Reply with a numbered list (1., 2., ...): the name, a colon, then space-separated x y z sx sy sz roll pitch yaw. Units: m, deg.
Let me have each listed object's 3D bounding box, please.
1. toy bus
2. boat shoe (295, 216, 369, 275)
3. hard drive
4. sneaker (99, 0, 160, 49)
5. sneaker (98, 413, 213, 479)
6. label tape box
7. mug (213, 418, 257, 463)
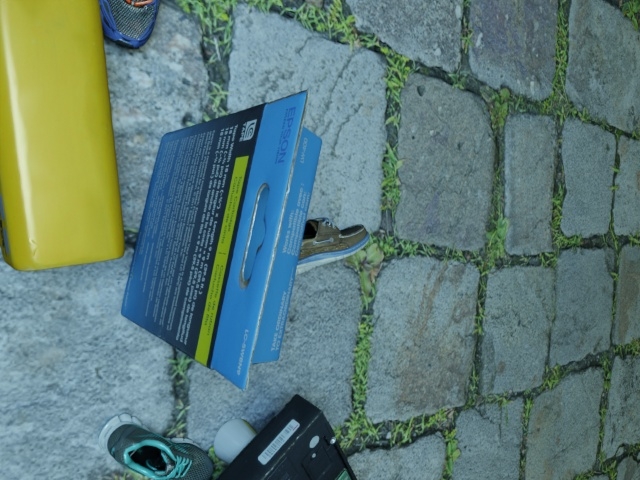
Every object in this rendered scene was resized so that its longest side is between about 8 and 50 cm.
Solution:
1. toy bus: -0.281 -0.144 0.510 0.108 0.130 0.333 -8 99 -36
2. boat shoe: 0.000 0.000 0.773 0.183 0.066 0.066 -22 105 -33
3. hard drive: -0.045 0.411 0.728 0.237 0.064 0.339 -43 131 -26
4. sneaker: -0.208 -0.331 0.576 0.083 0.087 0.221 9 88 -36
5. sneaker: -0.200 0.282 0.640 0.166 0.076 0.065 38 73 -33
6. label tape box: -0.091 -0.003 0.536 0.105 0.333 0.241 14 85 -37
7. mug: -0.104 0.290 0.720 0.078 0.064 0.062 -34 112 -30
